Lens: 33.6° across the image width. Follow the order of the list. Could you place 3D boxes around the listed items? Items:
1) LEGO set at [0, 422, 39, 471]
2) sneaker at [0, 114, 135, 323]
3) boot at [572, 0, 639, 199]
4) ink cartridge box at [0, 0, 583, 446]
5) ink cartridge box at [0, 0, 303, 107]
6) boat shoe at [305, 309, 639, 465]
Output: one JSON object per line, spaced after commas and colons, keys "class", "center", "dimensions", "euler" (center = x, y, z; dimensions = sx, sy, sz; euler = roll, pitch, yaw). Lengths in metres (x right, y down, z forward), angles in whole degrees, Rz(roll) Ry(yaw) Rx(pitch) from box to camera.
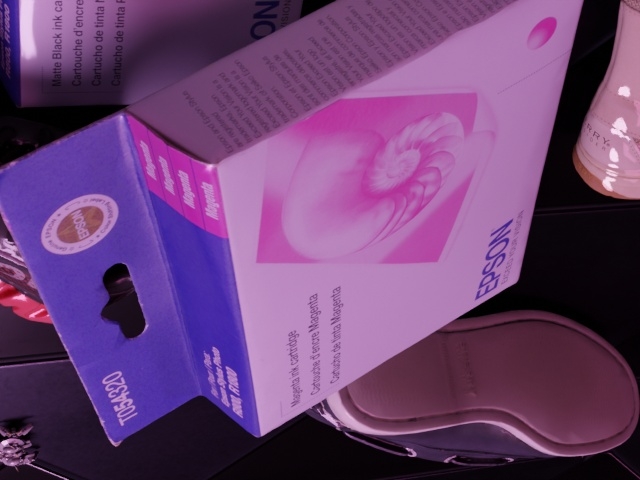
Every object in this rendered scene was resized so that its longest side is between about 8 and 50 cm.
{"class": "LEGO set", "center": [-0.264, 0.169, 0.867], "dimensions": [0.083, 0.023, 0.054], "euler": [17, 127, -34]}
{"class": "sneaker", "center": [-0.195, -0.034, 0.600], "dimensions": [0.135, 0.098, 0.276], "euler": [-9, 150, 37]}
{"class": "boot", "center": [0.309, -0.137, 0.714], "dimensions": [0.261, 0.095, 0.203], "euler": [-9, 136, -6]}
{"class": "ink cartridge box", "center": [0.000, 0.000, 0.654], "dimensions": [0.330, 0.071, 0.324], "euler": [-31, 151, -17]}
{"class": "ink cartridge box", "center": [-0.111, -0.168, 0.555], "dimensions": [0.223, 0.045, 0.223], "euler": [-4, 136, -17]}
{"class": "boat shoe", "center": [0.127, 0.133, 0.918], "dimensions": [0.340, 0.127, 0.113], "euler": [2, 164, -33]}
